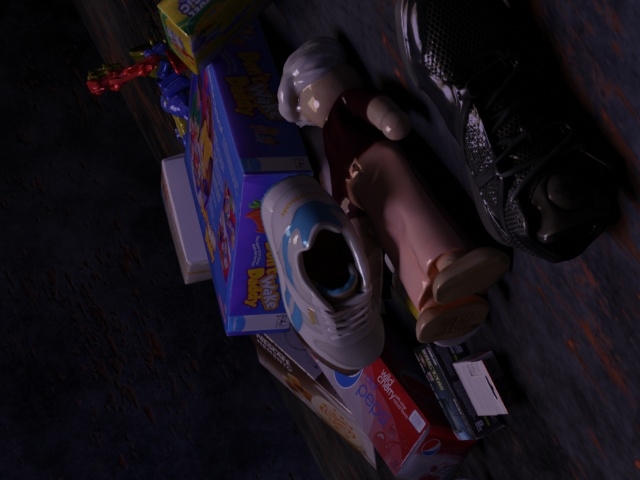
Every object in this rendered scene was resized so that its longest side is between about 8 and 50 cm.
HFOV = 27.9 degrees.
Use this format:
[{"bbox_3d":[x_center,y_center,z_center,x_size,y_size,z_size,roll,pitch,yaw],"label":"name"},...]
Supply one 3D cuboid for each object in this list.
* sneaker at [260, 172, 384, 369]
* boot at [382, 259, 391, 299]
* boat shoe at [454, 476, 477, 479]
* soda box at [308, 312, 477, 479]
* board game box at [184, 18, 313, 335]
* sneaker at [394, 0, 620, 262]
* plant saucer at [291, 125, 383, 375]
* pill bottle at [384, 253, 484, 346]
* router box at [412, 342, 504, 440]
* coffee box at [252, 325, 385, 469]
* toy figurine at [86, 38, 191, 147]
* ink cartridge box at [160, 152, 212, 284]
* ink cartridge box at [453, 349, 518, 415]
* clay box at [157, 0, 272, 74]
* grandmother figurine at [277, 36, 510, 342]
[{"bbox_3d":[0.010,0.049,1.226,0.092,0.087,0.228,51,169,51],"label":"sneaker"},{"bbox_3d":[0.020,0.024,1.662,0.305,0.112,0.115,167,96,-75],"label":"boot"},{"bbox_3d":[0.209,0.391,1.604,0.219,0.078,0.070,63,169,-6],"label":"boat shoe"},{"bbox_3d":[0.087,0.186,1.607,0.092,0.083,0.263,17,-158,-36],"label":"soda box"},{"bbox_3d":[-0.095,-0.089,1.548,0.347,0.078,0.233,-109,22,-48],"label":"board game box"},{"bbox_3d":[0.130,-0.079,0.850,0.227,0.087,0.130,65,168,-24],"label":"sneaker"},{"bbox_3d":[0.000,0.000,1.461,0.310,0.050,0.310,177,90,-75],"label":"plant saucer"},{"bbox_3d":[0.111,0.046,1.288,0.116,0.065,0.065,56,167,41],"label":"pill bottle"},{"bbox_3d":[0.152,0.163,1.440,0.122,0.038,0.092,63,169,6],"label":"router box"},{"bbox_3d":[0.022,0.187,1.812,0.246,0.098,0.141,40,159,24],"label":"coffee box"},{"bbox_3d":[-0.263,-0.221,2.197,0.217,0.191,0.362,62,172,-16],"label":"toy figurine"},{"bbox_3d":[-0.151,-0.044,2.018,0.232,0.168,0.171,128,127,-78],"label":"ink cartridge box"},{"bbox_3d":[0.174,0.146,1.323,0.063,0.029,0.115,64,169,3],"label":"ink cartridge box"},{"bbox_3d":[-0.111,-0.261,1.398,0.053,0.127,0.222,44,174,2],"label":"clay box"},{"bbox_3d":[0.055,-0.063,1.242,0.342,0.104,0.208,61,144,32],"label":"grandmother figurine"}]
